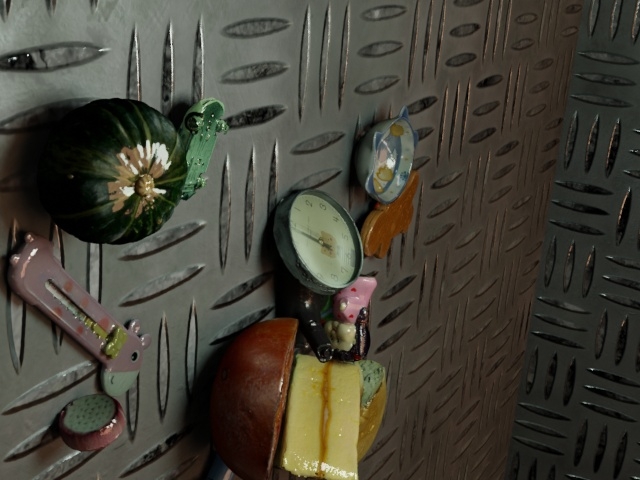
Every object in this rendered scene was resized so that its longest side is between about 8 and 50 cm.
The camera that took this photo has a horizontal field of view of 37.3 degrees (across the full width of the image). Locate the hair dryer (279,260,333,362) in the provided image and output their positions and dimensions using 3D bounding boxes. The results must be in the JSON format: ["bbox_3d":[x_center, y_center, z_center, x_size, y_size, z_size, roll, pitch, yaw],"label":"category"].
[{"bbox_3d":[-0.019,0.167,1.950,0.089,0.251,0.197,-8,117,-15],"label":"hair dryer"}]

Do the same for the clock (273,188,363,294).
[{"bbox_3d":[0.000,0.000,1.939,0.226,0.049,0.226,28,50,-39],"label":"clock"}]

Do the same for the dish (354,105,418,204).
[{"bbox_3d":[0.136,-0.202,2.181,0.236,0.086,0.227,-18,118,-58],"label":"dish"}]

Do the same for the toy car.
[{"bbox_3d":[-0.214,-0.155,1.581,0.093,0.058,0.186,-6,121,-62],"label":"toy car"}]

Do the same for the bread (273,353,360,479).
[{"bbox_3d":[0.004,0.367,1.971,0.163,0.168,0.264,133,-32,-74],"label":"bread"}]

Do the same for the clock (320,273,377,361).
[{"bbox_3d":[0.044,0.162,2.087,0.100,0.194,0.195,3,93,-34],"label":"clock"}]

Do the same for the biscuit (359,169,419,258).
[{"bbox_3d":[0.162,-0.059,2.328,0.324,0.049,0.205,-46,150,-52],"label":"biscuit"}]

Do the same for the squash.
[{"bbox_3d":[-0.293,-0.096,1.339,0.218,0.172,0.218,-38,140,-41],"label":"squash"}]

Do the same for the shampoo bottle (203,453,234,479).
[{"bbox_3d":[-0.236,0.555,1.906,0.258,0.061,0.104,-66,151,-15],"label":"shampoo bottle"}]

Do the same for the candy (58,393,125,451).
[{"bbox_3d":[-0.359,0.286,1.490,0.103,0.103,0.043,-46,141,-43],"label":"candy"}]

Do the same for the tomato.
[{"bbox_3d":[-0.136,0.301,1.843,0.338,0.144,0.338,13,90,-89],"label":"tomato"}]

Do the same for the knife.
[{"bbox_3d":[-0.365,0.122,1.466,0.132,0.038,0.398,-65,151,-23],"label":"knife"}]

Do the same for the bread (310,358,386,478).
[{"bbox_3d":[0.026,0.410,2.214,0.333,0.160,0.333,-34,132,-49],"label":"bread"}]
